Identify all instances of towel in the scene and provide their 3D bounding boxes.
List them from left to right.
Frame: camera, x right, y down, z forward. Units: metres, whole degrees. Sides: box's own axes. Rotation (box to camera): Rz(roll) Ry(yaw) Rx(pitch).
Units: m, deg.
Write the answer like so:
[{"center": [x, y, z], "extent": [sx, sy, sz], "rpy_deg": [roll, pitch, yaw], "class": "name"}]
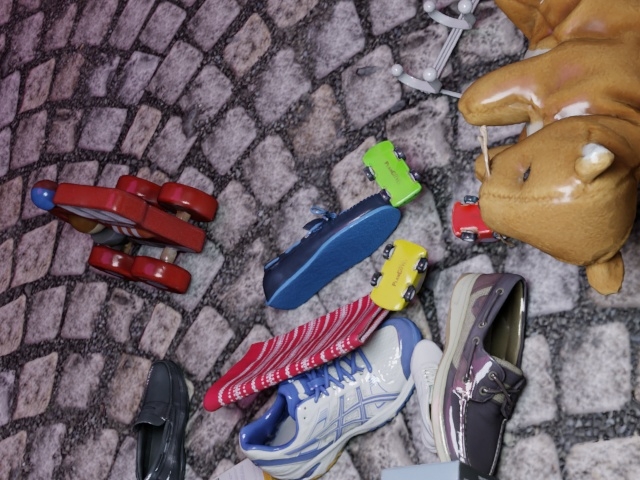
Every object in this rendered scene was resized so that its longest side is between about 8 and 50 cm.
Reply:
[{"center": [-0.025, 0.148, 1.685], "extent": [0.275, 0.031, 0.199], "rpy_deg": [-27, 9, 29], "class": "towel"}]

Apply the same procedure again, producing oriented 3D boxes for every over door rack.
[{"center": [0.259, -0.301, 1.694], "extent": [0.324, 0.108, 0.240], "rpy_deg": [27, 89, 45], "class": "over door rack"}]

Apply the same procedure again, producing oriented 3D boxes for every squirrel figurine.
[{"center": [0.352, -0.120, 1.353], "extent": [0.397, 0.281, 0.370], "rpy_deg": [3, 35, 15], "class": "squirrel figurine"}]

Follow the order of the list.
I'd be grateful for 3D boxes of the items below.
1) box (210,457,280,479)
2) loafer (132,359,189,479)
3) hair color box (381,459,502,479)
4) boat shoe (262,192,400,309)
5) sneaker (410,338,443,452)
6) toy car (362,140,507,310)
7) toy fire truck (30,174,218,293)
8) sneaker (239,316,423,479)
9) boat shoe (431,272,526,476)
[{"center": [-0.115, 0.368, 1.746], "extent": [0.136, 0.028, 0.081], "rpy_deg": [-36, 50, 26], "class": "box"}, {"center": [-0.252, 0.285, 1.871], "extent": [0.076, 0.078, 0.223], "rpy_deg": [-23, 55, 31], "class": "loafer"}, {"center": [0.155, 0.455, 1.348], "extent": [0.113, 0.185, 0.375], "rpy_deg": [-14, 60, 36], "class": "hair color box"}, {"center": [0.000, 0.000, 1.771], "extent": [0.258, 0.109, 0.089], "rpy_deg": [-35, 53, 21], "class": "boat shoe"}, {"center": [0.150, 0.195, 1.563], "extent": [0.053, 0.061, 0.152], "rpy_deg": [-6, 62, -2], "class": "sneaker"}, {"center": [0.136, -0.041, 1.656], "extent": [0.239, 0.053, 0.225], "rpy_deg": [-34, 66, 5], "class": "toy car"}, {"center": [-0.337, -0.040, 1.985], "extent": [0.302, 0.254, 0.169], "rpy_deg": [10, 76, 44], "class": "toy fire truck"}, {"center": [0.015, 0.214, 1.635], "extent": [0.296, 0.131, 0.112], "rpy_deg": [-49, 44, 10], "class": "sneaker"}, {"center": [0.208, 0.167, 1.508], "extent": [0.092, 0.103, 0.285], "rpy_deg": [-15, 54, 41], "class": "boat shoe"}]
